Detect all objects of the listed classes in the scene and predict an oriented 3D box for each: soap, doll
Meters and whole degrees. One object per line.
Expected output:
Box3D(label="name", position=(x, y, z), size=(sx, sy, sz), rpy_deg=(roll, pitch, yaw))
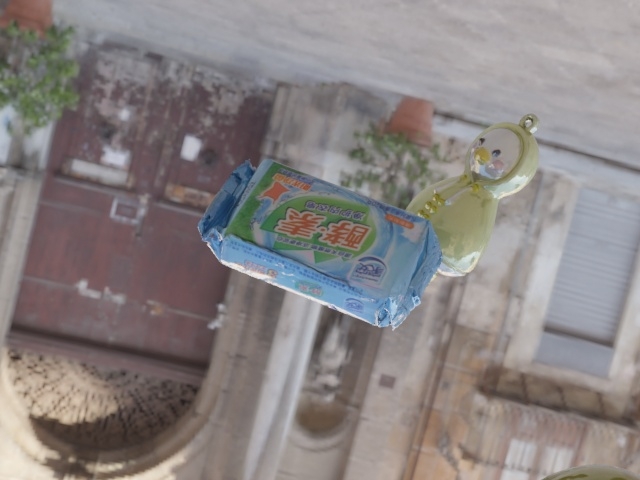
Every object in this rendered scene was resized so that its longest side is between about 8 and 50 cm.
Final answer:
Box3D(label="soap", position=(0.000, 0.000, 1.254), size=(0.293, 0.156, 0.077), rpy_deg=(20, 141, 11))
Box3D(label="doll", position=(0.203, -0.058, 1.401), size=(0.117, 0.296, 0.141), rpy_deg=(22, -163, -36))

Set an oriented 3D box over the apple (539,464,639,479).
Box3D(label="apple", position=(0.252, 0.340, 0.909), size=(0.262, 0.262, 0.262), rpy_deg=(15, -176, -1))
